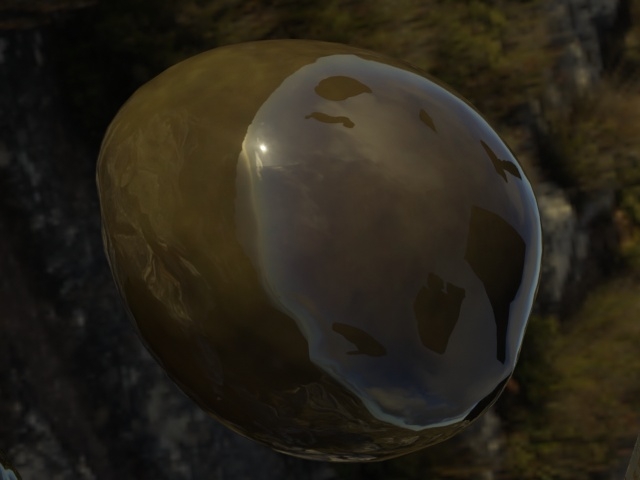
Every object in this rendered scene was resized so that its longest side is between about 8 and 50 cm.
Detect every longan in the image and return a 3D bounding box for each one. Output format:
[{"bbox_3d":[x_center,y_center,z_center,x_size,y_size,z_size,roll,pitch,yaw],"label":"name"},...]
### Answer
[{"bbox_3d":[0.000,0.000,0.865,0.243,0.300,0.300,-48,144,-5],"label":"longan"}]

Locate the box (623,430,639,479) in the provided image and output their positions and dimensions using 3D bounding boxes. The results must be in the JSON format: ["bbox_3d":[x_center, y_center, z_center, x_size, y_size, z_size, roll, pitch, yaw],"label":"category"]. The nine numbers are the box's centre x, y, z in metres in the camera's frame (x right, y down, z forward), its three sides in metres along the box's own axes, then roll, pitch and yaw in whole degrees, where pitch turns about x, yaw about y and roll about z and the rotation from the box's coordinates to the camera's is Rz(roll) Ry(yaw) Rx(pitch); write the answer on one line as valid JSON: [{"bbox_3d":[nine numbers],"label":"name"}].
[{"bbox_3d":[0.296,0.263,1.173,0.233,0.067,0.150,89,-10,-54],"label":"box"}]

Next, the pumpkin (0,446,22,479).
[{"bbox_3d":[-0.349,0.243,1.013,0.320,0.192,0.321,-31,137,-34],"label":"pumpkin"}]
